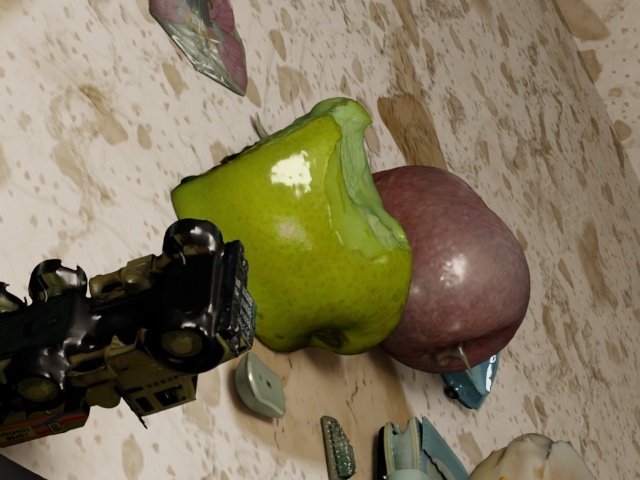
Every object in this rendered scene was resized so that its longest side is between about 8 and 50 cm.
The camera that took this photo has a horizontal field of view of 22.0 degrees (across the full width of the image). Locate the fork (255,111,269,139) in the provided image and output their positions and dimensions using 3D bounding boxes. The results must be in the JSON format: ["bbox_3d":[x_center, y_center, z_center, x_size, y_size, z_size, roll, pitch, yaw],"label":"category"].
[{"bbox_3d":[-0.020,-0.087,2.069,0.219,0.028,0.034,51,32,-34],"label":"fork"}]

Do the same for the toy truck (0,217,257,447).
[{"bbox_3d":[-0.167,0.086,1.309,0.127,0.257,0.127,54,25,-35],"label":"toy truck"}]

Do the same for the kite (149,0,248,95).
[{"bbox_3d":[-0.150,-0.350,2.034,0.204,0.022,0.360,39,37,-49],"label":"kite"}]

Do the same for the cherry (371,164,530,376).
[{"bbox_3d":[0.143,0.035,2.080,0.307,0.221,0.261,64,1,24],"label":"cherry"}]

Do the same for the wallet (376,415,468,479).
[{"bbox_3d":[0.123,0.347,1.943,0.250,0.075,0.176,-86,152,-45],"label":"wallet"}]

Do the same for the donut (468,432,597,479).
[{"bbox_3d":[0.296,0.440,2.139,0.382,0.142,0.383,46,32,-40],"label":"donut"}]

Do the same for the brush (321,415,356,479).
[{"bbox_3d":[0.029,0.283,1.849,0.034,0.027,0.190,34,41,-49],"label":"brush"}]

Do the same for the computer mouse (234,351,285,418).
[{"bbox_3d":[-0.067,0.157,1.748,0.110,0.032,0.056,48,30,-59],"label":"computer mouse"}]

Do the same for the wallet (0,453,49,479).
[{"bbox_3d":[-0.226,0.280,1.260,0.406,0.062,0.228,40,36,-46],"label":"wallet"}]

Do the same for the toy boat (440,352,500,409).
[{"bbox_3d":[0.184,0.118,2.266,0.098,0.109,0.238,158,-80,-69],"label":"toy boat"}]

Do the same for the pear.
[{"bbox_3d":[0.000,0.000,1.860,0.282,0.176,0.286,67,24,-7],"label":"pear"}]
